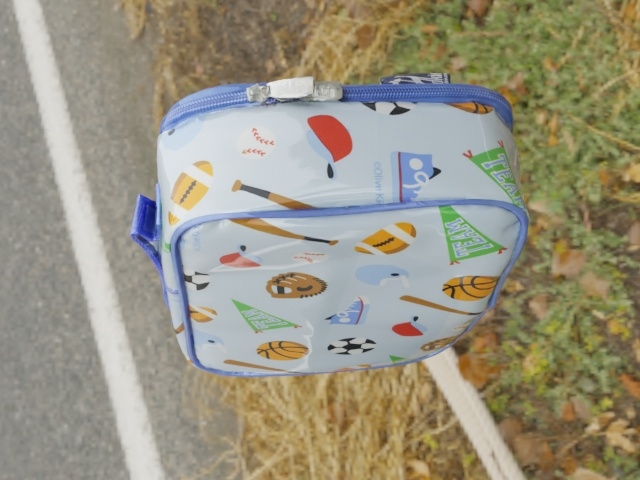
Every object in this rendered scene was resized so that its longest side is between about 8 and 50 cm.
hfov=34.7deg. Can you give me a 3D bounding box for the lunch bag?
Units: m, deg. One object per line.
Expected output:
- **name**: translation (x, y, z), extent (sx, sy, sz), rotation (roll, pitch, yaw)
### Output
- **lunch bag**: translation (0.000, 0.000, 0.698), extent (0.303, 0.243, 0.115), rotation (98, 169, -63)
